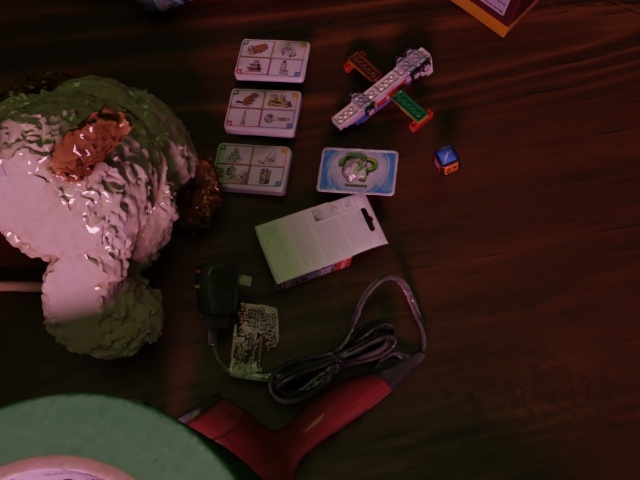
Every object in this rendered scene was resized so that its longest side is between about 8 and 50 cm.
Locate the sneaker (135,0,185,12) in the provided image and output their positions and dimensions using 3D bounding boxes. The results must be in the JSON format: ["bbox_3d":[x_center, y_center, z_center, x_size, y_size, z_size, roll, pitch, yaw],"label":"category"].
[{"bbox_3d":[-0.145,-0.299,0.767,0.283,0.110,0.122,13,86,5],"label":"sneaker"}]

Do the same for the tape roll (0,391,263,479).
[{"bbox_3d":[-0.158,0.254,0.407,0.321,0.077,0.321,-8,60,13],"label":"tape roll"}]

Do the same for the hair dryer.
[{"bbox_3d":[-0.014,0.159,0.587,0.223,0.080,0.294,8,76,-9],"label":"hair dryer"}]

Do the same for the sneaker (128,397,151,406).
[{"bbox_3d":[-0.240,0.237,0.541,0.118,0.110,0.292,29,69,18],"label":"sneaker"}]

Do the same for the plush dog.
[{"bbox_3d":[-0.194,-0.068,0.599,0.262,0.210,0.225,36,28,-12],"label":"plush dog"}]

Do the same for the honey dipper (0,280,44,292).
[{"bbox_3d":[-0.289,0.041,0.649,0.160,0.030,0.030,3,68,0],"label":"honey dipper"}]

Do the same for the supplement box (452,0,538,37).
[{"bbox_3d":[0.224,-0.366,0.748,0.129,0.194,0.191,40,72,12],"label":"supplement box"}]

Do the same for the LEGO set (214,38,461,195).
[{"bbox_3d":[0.024,-0.120,0.730,0.244,0.060,0.182,4,68,11],"label":"LEGO set"}]

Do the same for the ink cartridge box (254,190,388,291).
[{"bbox_3d":[0.000,0.000,0.681,0.115,0.029,0.063,-19,71,-11],"label":"ink cartridge box"}]
